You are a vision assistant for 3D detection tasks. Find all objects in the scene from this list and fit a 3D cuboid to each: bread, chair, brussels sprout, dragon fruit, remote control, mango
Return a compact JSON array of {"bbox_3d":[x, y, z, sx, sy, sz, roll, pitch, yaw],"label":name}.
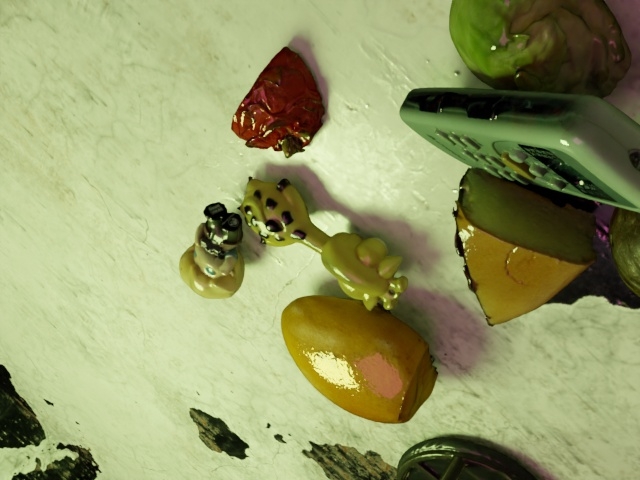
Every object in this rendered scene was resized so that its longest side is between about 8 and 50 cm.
[{"bbox_3d":[0.211,0.003,0.701,0.160,0.140,0.169,34,134,0],"label":"bread"},{"bbox_3d":[0.201,0.571,0.919,0.364,0.410,0.362,36,134,5],"label":"chair"},{"bbox_3d":[0.201,-0.205,0.555,0.183,0.145,0.131,25,112,-34],"label":"brussels sprout"},{"bbox_3d":[-0.058,-0.164,0.791,0.106,0.083,0.162,40,132,-2],"label":"dragon fruit"},{"bbox_3d":[0.186,-0.097,0.565,0.140,0.056,0.296,29,-177,-25],"label":"remote control"},{"bbox_3d":[0.044,0.181,0.929,0.257,0.138,0.187,16,135,29],"label":"mango"}]

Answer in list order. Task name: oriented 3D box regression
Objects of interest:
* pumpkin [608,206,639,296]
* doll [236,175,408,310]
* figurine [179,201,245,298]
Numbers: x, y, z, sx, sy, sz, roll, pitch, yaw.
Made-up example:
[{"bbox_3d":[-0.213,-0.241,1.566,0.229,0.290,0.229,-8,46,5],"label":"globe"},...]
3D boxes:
[{"bbox_3d":[0.376,-0.002,0.533,0.219,0.219,0.163,-21,78,40],"label":"pumpkin"},{"bbox_3d":[0.000,0.000,0.864,0.291,0.086,0.117,32,129,13],"label":"doll"},{"bbox_3d":[-0.170,0.021,0.956,0.114,0.108,0.196,30,147,2],"label":"figurine"}]
